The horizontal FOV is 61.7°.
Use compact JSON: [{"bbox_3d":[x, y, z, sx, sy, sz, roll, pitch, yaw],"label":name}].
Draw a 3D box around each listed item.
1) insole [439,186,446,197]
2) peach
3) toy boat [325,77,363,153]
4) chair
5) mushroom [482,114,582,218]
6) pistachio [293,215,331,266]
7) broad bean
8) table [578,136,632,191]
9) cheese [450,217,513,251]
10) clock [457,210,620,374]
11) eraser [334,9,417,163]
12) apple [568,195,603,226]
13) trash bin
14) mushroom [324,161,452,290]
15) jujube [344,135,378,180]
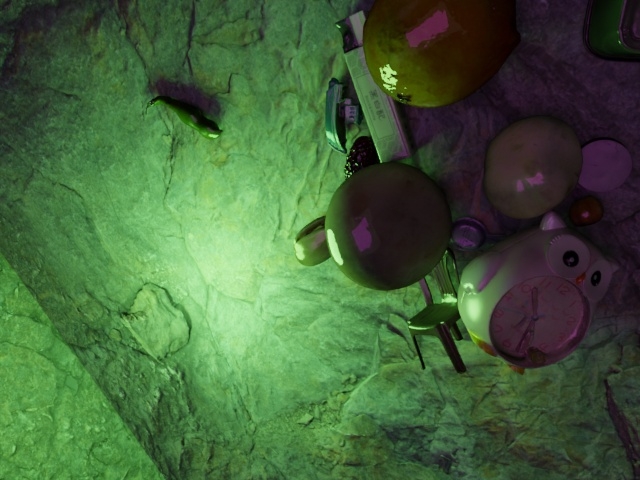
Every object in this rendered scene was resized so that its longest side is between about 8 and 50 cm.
[{"bbox_3d":[0.316,-0.077,1.598,0.063,0.010,0.192,32,121,10],"label":"insole"},{"bbox_3d":[0.282,-0.500,1.277,0.373,0.290,0.372,-10,74,35],"label":"peach"},{"bbox_3d":[0.070,-0.358,1.551,0.102,0.088,0.215,8,112,17],"label":"toy boat"},{"bbox_3d":[0.346,0.201,1.584,0.176,0.183,0.326,-14,105,55],"label":"chair"},{"bbox_3d":[0.543,-0.176,1.357,0.234,0.253,0.260,25,119,-38],"label":"mushroom"},{"bbox_3d":[0.000,0.000,1.704,0.215,0.144,0.143,-32,95,25],"label":"pistachio"},{"bbox_3d":[-0.452,-0.412,1.784,0.318,0.056,0.098,22,124,21],"label":"broad bean"},{"bbox_3d":[0.711,-0.192,1.357,0.134,0.043,0.133,9,114,20],"label":"table"},{"bbox_3d":[0.450,-0.005,1.549,0.191,0.042,0.105,24,119,13],"label":"cheese"},{"bbox_3d":[0.560,0.126,1.419,0.368,0.250,0.376,34,105,-14],"label":"clock"},{"bbox_3d":[0.157,-0.417,1.482,0.096,0.098,0.403,-15,104,28],"label":"eraser"},{"bbox_3d":[0.690,-0.075,1.394,0.084,0.084,0.071,-22,73,29],"label":"apple"},{"bbox_3d":[0.697,-0.484,1.128,0.220,0.250,0.219,6,112,15],"label":"trash bin"},{"bbox_3d":[0.182,-0.042,1.518,0.363,0.294,0.361,-3,102,-13],"label":"mushroom"},{"bbox_3d":[0.118,-0.226,1.584,0.104,0.104,0.165,7,100,22],"label":"jujube"}]
